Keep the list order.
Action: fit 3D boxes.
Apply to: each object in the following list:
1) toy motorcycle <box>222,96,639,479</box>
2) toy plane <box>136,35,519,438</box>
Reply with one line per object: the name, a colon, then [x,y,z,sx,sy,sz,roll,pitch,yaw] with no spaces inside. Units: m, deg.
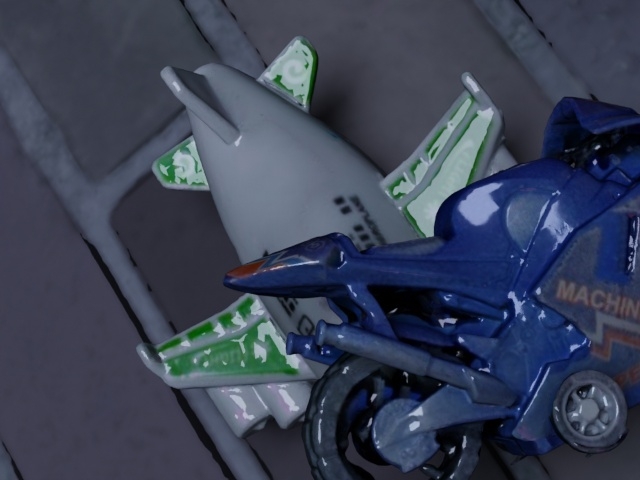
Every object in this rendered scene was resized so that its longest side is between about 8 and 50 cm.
toy motorcycle: [0.076,0.015,0.540,0.205,0.076,0.114,-23,88,-15]
toy plane: [0.001,0.000,0.604,0.174,0.080,0.174,0,89,18]
